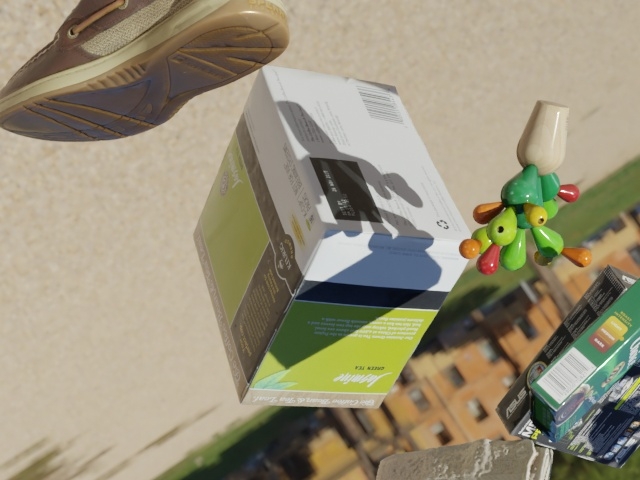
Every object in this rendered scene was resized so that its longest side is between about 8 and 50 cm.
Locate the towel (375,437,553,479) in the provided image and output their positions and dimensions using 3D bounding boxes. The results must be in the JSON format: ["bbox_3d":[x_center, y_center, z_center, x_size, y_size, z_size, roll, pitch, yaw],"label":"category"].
[{"bbox_3d":[0.180,0.366,1.685,0.282,0.049,0.187,-16,-142,33],"label":"towel"}]

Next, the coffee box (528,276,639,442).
[{"bbox_3d":[0.281,0.109,1.201,0.184,0.040,0.113,-42,155,-12],"label":"coffee box"}]

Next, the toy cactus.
[{"bbox_3d":[0.223,-0.049,1.252,0.219,0.112,0.181,-11,117,-55],"label":"toy cactus"}]

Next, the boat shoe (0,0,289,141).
[{"bbox_3d":[-0.173,-0.187,1.132,0.342,0.123,0.123,-20,156,37],"label":"boat shoe"}]

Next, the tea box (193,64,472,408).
[{"bbox_3d":[0.000,0.000,1.648,0.219,0.329,0.324,6,132,-27],"label":"tea box"}]

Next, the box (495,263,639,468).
[{"bbox_3d":[0.405,0.181,1.695,0.216,0.060,0.270,20,116,-28],"label":"box"}]
